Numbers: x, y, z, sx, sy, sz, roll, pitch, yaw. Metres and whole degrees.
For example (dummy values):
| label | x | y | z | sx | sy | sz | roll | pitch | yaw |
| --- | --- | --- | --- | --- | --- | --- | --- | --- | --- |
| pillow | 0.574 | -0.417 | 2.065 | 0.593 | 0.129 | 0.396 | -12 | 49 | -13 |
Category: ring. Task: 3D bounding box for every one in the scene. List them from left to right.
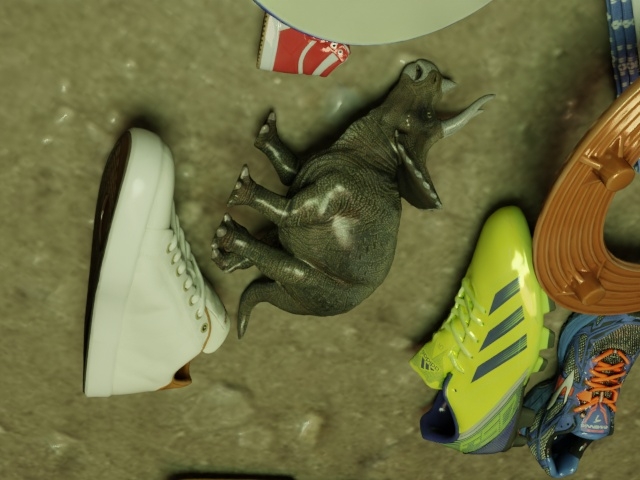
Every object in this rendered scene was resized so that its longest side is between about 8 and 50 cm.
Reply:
| label | x | y | z | sx | sy | sz | roll | pitch | yaw |
| --- | --- | --- | --- | --- | --- | --- | --- | --- | --- |
| ring | 0.316 | -0.049 | 0.638 | 0.337 | 0.032 | 0.336 | -15 | 141 | -13 |

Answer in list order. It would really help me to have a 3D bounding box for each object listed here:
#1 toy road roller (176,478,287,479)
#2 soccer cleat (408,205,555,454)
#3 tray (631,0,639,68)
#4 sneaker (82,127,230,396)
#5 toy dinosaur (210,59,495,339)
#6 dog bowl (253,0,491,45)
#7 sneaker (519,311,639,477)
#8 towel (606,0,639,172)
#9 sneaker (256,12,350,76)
| label | x | y | z | sx | sy | sz | roll | pitch | yaw |
| --- | --- | --- | --- | --- | --- | --- | --- | --- | --- |
| toy road roller | -0.045 | 0.410 | 0.914 | 0.330 | 0.240 | 0.202 | 7 | 126 | -10 |
| soccer cleat | 0.144 | 0.097 | 0.784 | 0.121 | 0.093 | 0.289 | 0 | 127 | 3 |
| tray | 0.355 | -0.185 | 0.585 | 0.270 | 0.030 | 0.145 | -20 | 129 | 7 |
| sneaker | -0.130 | 0.026 | 0.707 | 0.123 | 0.106 | 0.290 | 4 | 137 | -16 |
| toy dinosaur | 0.000 | 0.000 | 0.679 | 0.160 | 0.121 | 0.313 | 22 | 120 | -5 |
| dog bowl | 0.036 | -0.241 | 0.441 | 0.265 | 0.104 | 0.265 | -21 | 141 | -18 |
| sneaker | 0.270 | 0.153 | 0.839 | 0.083 | 0.087 | 0.221 | 7 | 127 | -11 |
| towel | 0.313 | -0.219 | 0.594 | 0.243 | 0.040 | 0.336 | -19 | 129 | 6 |
| sneaker | -0.003 | -0.167 | 0.595 | 0.067 | 0.042 | 0.118 | 11 | 134 | -8 |
